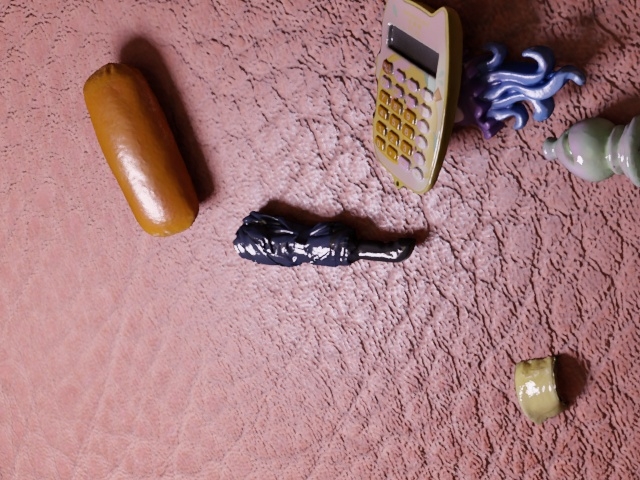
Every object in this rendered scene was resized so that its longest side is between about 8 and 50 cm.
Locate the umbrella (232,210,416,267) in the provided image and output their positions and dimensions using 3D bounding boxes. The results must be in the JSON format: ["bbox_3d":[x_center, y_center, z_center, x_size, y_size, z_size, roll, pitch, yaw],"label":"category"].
[{"bbox_3d":[0.000,0.008,1.547,0.248,0.071,0.070,9,114,27],"label":"umbrella"}]

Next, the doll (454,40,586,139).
[{"bbox_3d":[0.198,-0.170,1.362,0.206,0.067,0.110,-8,110,41],"label":"doll"}]

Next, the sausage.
[{"bbox_3d":[-0.235,-0.119,1.611,0.098,0.098,0.238,-16,104,33],"label":"sausage"}]

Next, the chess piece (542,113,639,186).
[{"bbox_3d":[0.354,-0.094,1.287,0.272,0.139,0.139,4,112,38],"label":"chess piece"}]

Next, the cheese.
[{"bbox_3d":[0.268,0.186,1.488,0.060,0.041,0.084,-15,101,31],"label":"cheese"}]

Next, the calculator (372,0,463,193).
[{"bbox_3d":[0.107,-0.167,1.395,0.157,0.033,0.236,45,135,50],"label":"calculator"}]
